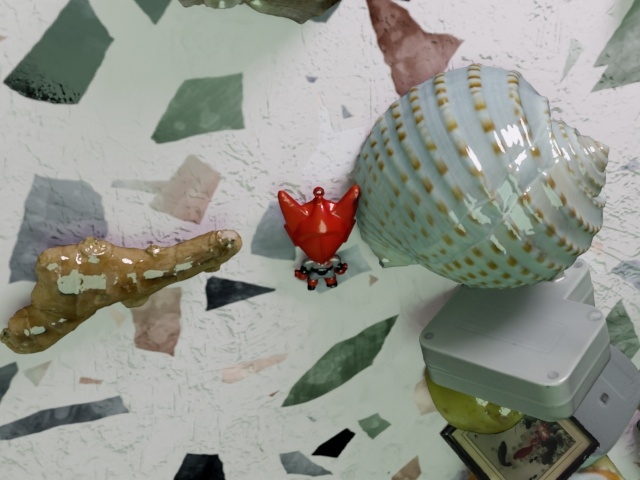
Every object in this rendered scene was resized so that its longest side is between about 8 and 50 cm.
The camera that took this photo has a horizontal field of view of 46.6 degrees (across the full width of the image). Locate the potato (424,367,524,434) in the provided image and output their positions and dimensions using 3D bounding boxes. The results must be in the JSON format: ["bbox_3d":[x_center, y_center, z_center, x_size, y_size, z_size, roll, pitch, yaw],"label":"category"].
[{"bbox_3d":[0.249,0.244,1.169,0.120,0.081,0.149,34,138,-29],"label":"potato"}]

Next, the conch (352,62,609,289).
[{"bbox_3d":[0.207,-0.060,0.961,0.319,0.215,0.303,-35,111,3],"label":"conch"}]

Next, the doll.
[{"bbox_3d":[0.000,0.000,1.012,0.109,0.057,0.169,-4,122,-3],"label":"doll"}]

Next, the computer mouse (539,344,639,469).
[{"bbox_3d":[0.450,0.276,1.245,0.231,0.079,0.128,-42,90,-26],"label":"computer mouse"}]

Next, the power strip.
[{"bbox_3d":[0.298,0.107,1.070,0.261,0.229,0.141,-41,126,-33],"label":"power strip"}]

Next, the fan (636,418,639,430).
[{"bbox_3d":[0.708,0.269,1.382,0.282,0.023,0.057,-42,121,8],"label":"fan"}]

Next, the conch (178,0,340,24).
[{"bbox_3d":[-0.026,-0.330,0.773,0.291,0.159,0.210,-39,119,4],"label":"conch"}]

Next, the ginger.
[{"bbox_3d":[-0.260,0.049,0.950,0.333,0.081,0.148,-17,125,-6],"label":"ginger"}]

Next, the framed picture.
[{"bbox_3d":[0.318,0.322,1.209,0.195,0.199,0.010,-52,147,15],"label":"framed picture"}]

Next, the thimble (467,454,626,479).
[{"bbox_3d":[0.394,0.465,1.305,0.288,0.167,0.254,-15,125,-6],"label":"thimble"}]
